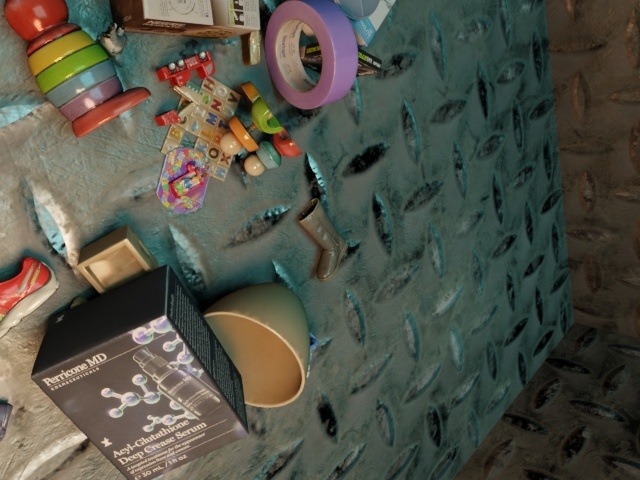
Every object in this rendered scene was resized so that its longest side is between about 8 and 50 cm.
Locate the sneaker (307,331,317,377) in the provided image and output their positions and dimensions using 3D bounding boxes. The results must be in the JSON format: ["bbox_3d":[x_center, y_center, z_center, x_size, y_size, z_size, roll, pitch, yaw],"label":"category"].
[{"bbox_3d":[-0.061,0.350,1.660,0.091,0.126,0.240,-35,119,-33],"label":"sneaker"}]

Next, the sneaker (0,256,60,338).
[{"bbox_3d":[-0.677,0.142,1.091,0.118,0.107,0.279,52,59,-15],"label":"sneaker"}]

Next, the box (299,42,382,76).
[{"bbox_3d":[0.049,-0.523,1.557,0.184,0.190,0.045,13,87,-44],"label":"box"}]

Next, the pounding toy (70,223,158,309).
[{"bbox_3d":[-0.486,0.092,1.248,0.206,0.094,0.181,-29,121,-1],"label":"pounding toy"}]

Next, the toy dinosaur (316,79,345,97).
[{"bbox_3d":[0.022,-0.462,1.631,0.082,0.090,0.047,29,58,-74],"label":"toy dinosaur"}]

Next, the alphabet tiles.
[{"bbox_3d":[-0.293,-0.300,1.406,0.198,0.009,0.237,24,82,-42],"label":"alphabet tiles"}]

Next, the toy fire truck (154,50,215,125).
[{"bbox_3d":[-0.332,-0.374,1.319,0.192,0.047,0.135,-33,113,-29],"label":"toy fire truck"}]

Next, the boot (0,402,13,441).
[{"bbox_3d":[-0.711,0.428,1.110,0.086,0.069,0.190,23,81,-40],"label":"boot"}]

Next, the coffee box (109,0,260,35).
[{"bbox_3d":[-0.309,-0.545,1.236,0.297,0.168,0.119,-14,107,-41],"label":"coffee box"}]

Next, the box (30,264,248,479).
[{"bbox_3d":[-0.381,0.307,1.211,0.293,0.212,0.395,-25,120,0],"label":"box"}]

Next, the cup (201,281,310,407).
[{"bbox_3d":[-0.162,0.249,1.457,0.237,0.331,0.331,-61,137,-52],"label":"cup"}]

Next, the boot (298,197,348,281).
[{"bbox_3d":[-0.002,0.001,1.686,0.208,0.076,0.190,55,47,-42],"label":"boot"}]

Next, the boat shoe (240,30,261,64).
[{"bbox_3d":[-0.183,-0.541,1.439,0.045,0.050,0.135,-16,118,-44],"label":"boat shoe"}]

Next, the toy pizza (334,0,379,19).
[{"bbox_3d":[0.087,-0.682,1.400,0.201,0.032,0.201,-10,105,-40],"label":"toy pizza"}]

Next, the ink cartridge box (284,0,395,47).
[{"bbox_3d":[0.077,-0.715,1.542,0.197,0.198,0.270,43,69,-38],"label":"ink cartridge box"}]

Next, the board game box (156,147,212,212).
[{"bbox_3d":[-0.339,-0.151,1.366,0.133,0.033,0.169,15,91,-43],"label":"board game box"}]

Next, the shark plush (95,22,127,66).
[{"bbox_3d":[-0.447,-0.441,1.148,0.073,0.161,0.067,40,82,-4],"label":"shark plush"}]

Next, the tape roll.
[{"bbox_3d":[-0.029,-0.497,1.431,0.090,0.275,0.275,-27,115,-36],"label":"tape roll"}]

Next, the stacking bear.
[{"bbox_3d":[-0.517,-0.374,1.094,0.164,0.175,0.289,-46,116,-36],"label":"stacking bear"}]

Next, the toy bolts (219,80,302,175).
[{"bbox_3d":[-0.182,-0.285,1.445,0.158,0.218,0.228,-35,141,6],"label":"toy bolts"}]
